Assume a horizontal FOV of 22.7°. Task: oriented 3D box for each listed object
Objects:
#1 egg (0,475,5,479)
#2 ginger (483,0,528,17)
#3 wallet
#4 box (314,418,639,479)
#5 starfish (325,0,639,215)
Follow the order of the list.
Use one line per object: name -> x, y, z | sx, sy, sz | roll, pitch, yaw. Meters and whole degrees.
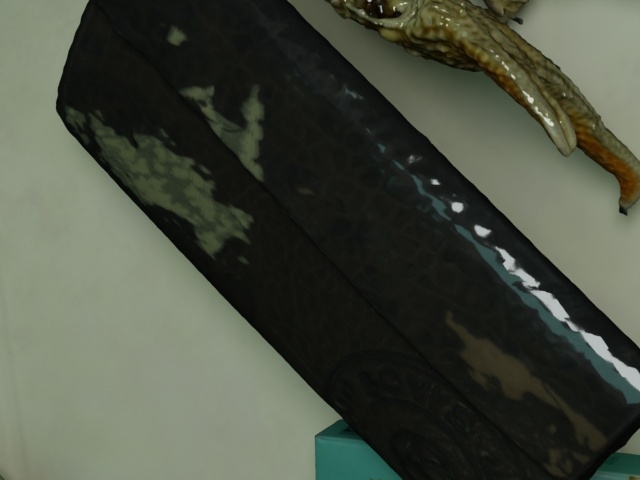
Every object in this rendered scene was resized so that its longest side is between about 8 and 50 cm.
egg -> -0.237, 0.178, 0.879 | 0.164, 0.131, 0.131 | -29, 87, 34
ginger -> 0.177, -0.161, 0.656 | 0.333, 0.081, 0.148 | -12, 116, 28
wallet -> 0.000, 0.000, 0.713 | 0.321, 0.044, 0.170 | 45, 142, 14
box -> 0.108, 0.179, 0.769 | 0.229, 0.041, 0.162 | 3, 101, 24
starfish -> 0.036, -0.106, 0.694 | 0.247, 0.138, 0.050 | 41, 97, 20
